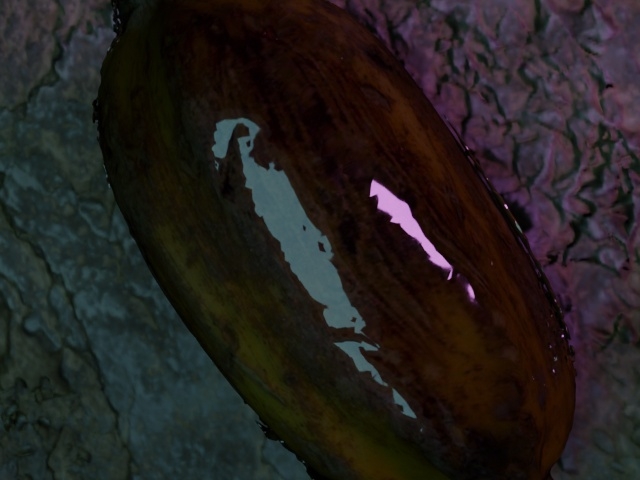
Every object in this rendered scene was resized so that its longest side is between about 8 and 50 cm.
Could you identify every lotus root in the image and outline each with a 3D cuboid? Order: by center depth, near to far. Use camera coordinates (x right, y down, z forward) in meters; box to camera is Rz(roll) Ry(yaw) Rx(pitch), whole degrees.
[{"bbox_3d":[0.000,0.000,1.023,0.196,0.179,0.397,-34,86,26],"label":"lotus root"}]
